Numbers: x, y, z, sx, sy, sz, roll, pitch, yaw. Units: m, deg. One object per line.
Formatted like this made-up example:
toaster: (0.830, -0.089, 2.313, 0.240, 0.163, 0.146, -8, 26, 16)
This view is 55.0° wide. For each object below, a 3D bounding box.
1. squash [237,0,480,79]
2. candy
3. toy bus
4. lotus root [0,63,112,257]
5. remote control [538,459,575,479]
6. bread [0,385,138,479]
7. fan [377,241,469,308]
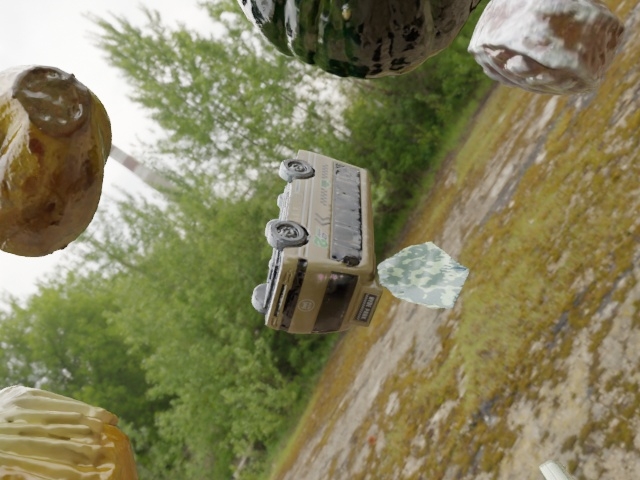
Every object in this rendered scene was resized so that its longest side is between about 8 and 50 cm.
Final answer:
squash: (0.028, -0.230, 0.469, 0.218, 0.218, 0.172, -57, -5, -26)
candy: (0.362, -0.323, 1.003, 0.289, 0.214, 0.157, -94, 26, -77)
toy bus: (0.000, 0.000, 0.878, 0.289, 0.157, 0.139, -87, 11, -55)
lotus root: (-0.330, -0.104, 0.701, 0.180, 0.188, 0.199, -35, 43, 47)
remote control: (0.359, 0.376, 0.834, 0.042, 0.078, 0.221, -33, 11, 6)
bread: (-0.302, 0.319, 0.548, 0.236, 0.183, 0.389, -36, 29, 37)
fan: (0.148, 0.046, 0.885, 0.240, 0.131, 0.009, -79, -15, -69)
